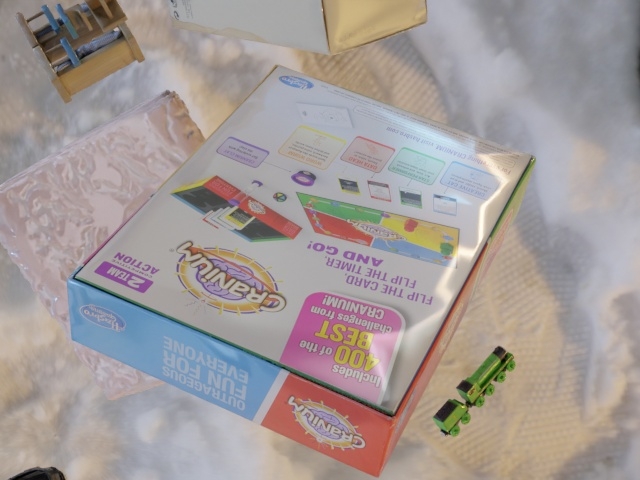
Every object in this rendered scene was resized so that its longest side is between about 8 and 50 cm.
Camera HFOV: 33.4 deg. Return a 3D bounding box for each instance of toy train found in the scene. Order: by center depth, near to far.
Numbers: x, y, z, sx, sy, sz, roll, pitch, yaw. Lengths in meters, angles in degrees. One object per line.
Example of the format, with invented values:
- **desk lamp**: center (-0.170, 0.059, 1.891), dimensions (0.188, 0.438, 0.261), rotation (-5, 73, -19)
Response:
- **toy train**: center (0.114, 0.110, 0.786), dimensions (0.083, 0.017, 0.024), rotation (-46, 126, -18)

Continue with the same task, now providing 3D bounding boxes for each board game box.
- **board game box**: center (0.000, 0.000, 0.807), dimensions (0.242, 0.064, 0.316), rotation (22, 43, 15)

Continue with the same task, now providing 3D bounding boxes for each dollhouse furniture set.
- **dollhouse furniture set**: center (-0.338, -0.303, 1.421), dimensions (0.129, 0.184, 0.129), rotation (-30, 70, -6)

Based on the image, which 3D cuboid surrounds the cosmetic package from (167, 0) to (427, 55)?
- **cosmetic package**: center (-0.039, -0.306, 1.260), dimensions (0.160, 0.309, 0.113), rotation (-24, 120, -33)

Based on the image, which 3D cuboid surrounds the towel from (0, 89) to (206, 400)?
- **towel**: center (-0.222, 0.019, 1.331), dimensions (0.317, 0.053, 0.332), rotation (-23, 106, 24)

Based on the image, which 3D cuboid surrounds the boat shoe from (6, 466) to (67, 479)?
- **boat shoe**: center (-0.335, 0.279, 1.133), dimensions (0.133, 0.042, 0.049), rotation (-27, 69, 4)
